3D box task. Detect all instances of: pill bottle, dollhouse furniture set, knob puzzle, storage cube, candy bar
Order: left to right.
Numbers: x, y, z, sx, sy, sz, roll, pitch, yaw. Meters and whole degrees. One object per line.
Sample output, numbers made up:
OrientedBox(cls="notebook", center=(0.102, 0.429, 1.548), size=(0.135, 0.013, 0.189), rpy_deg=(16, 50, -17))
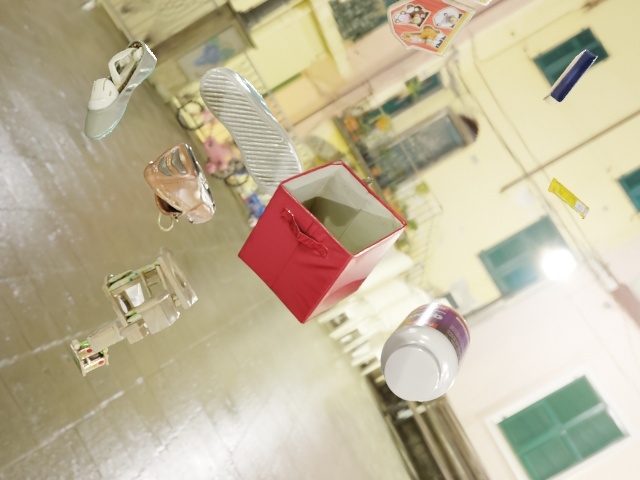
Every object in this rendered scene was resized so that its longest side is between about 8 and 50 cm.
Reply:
OrientedBox(cls="dollhouse furniture set", center=(-0.306, 0.102, 1.264), size=(0.101, 0.182, 0.161), rpy_deg=(62, 10, -6))
OrientedBox(cls="storage cube", center=(0.000, 0.000, 1.495), size=(0.183, 0.193, 0.215), rpy_deg=(45, 39, 14))
OrientedBox(cls="knob puzzle", center=(0.252, -0.527, 2.028), size=(0.213, 0.213, 0.030), rpy_deg=(55, 34, -51))
OrientedBox(cls="pill bottle", center=(0.250, 0.268, 1.985), size=(0.181, 0.181, 0.323), rpy_deg=(60, 20, 1))
OrientedBox(cls="candy bar", center=(0.652, -0.107, 2.175), size=(0.161, 0.040, 0.018), rpy_deg=(33, -13, -29))

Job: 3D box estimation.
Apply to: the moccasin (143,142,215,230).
OrientedBox(cls="moccasin", center=(-0.335, -0.110, 1.956), size=(0.380, 0.147, 0.139), rpy_deg=(104, -36, -83))

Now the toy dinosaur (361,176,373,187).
OrientedBox(cls="toy dinosaur", center=(0.075, -0.047, 1.947), size=(0.313, 0.121, 0.160), rpy_deg=(-71, 150, -56))

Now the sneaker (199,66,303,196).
OrientedBox(cls="sneaker", center=(-0.149, -0.271, 2.025), size=(0.366, 0.135, 0.150), rpy_deg=(58, 16, -16))

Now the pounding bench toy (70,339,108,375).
OrientedBox(cls="pounding bench toy", center=(-0.482, 0.229, 1.742), size=(0.052, 0.065, 0.083), rpy_deg=(47, -32, 33))

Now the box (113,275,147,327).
OrientedBox(cls="box", center=(-0.518, 0.172, 2.279), size=(0.324, 0.067, 0.063), rpy_deg=(107, -23, -68))

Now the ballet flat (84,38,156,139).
OrientedBox(cls="ballet flat", center=(-0.358, -0.268, 1.439), size=(0.213, 0.072, 0.068), rpy_deg=(-64, 146, -33))

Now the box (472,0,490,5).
OrientedBox(cls="box", center=(0.209, -0.473, 1.323), size=(0.114, 0.203, 0.103), rpy_deg=(138, -41, -58))

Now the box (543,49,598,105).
OrientedBox(cls="box", center=(0.613, -0.399, 2.050), size=(0.036, 0.136, 0.225), rpy_deg=(38, 11, 2))
